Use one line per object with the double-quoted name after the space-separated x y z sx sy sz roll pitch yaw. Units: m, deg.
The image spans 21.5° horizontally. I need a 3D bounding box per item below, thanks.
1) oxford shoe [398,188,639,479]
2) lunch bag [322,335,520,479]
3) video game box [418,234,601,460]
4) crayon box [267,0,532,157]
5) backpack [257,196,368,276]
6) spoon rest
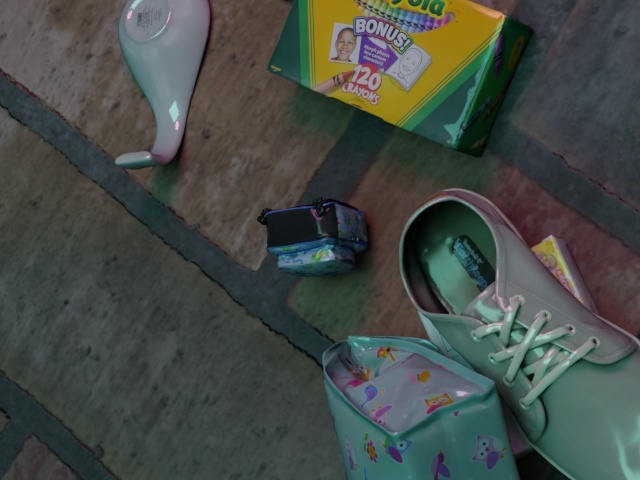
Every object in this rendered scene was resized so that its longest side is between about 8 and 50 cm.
0.231 0.116 1.792 0.169 0.130 0.449 -46 67 15 "oxford shoe"
0.100 0.234 1.840 0.262 0.160 0.223 25 135 62 "lunch bag"
0.230 0.127 1.889 0.187 0.048 0.205 -31 71 25 "video game box"
0.091 -0.225 1.985 0.278 0.081 0.165 25 97 29 "crayon box"
0.000 0.000 1.993 0.105 0.114 0.084 -10 80 31 "backpack"
-0.208 -0.215 2.166 0.137 0.084 0.276 -5 69 28 "spoon rest"
